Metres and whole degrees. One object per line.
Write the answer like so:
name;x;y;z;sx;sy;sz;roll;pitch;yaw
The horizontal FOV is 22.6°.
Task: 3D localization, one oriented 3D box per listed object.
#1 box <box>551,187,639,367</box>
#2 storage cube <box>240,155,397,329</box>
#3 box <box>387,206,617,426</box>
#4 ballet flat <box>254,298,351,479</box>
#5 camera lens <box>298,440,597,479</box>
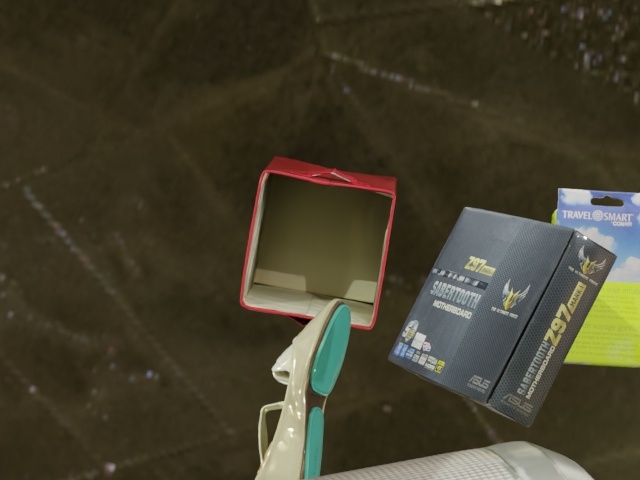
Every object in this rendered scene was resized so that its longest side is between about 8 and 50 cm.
box;0.290;0.040;1.648;0.109;0.178;0.042;3;173;1
storage cube;0.000;0.000;2.183;0.183;0.193;0.215;10;100;2
box;0.171;0.068;1.566;0.059;0.183;0.232;30;176;-23
ballet flat;-0.028;0.183;1.882;0.086;0.248;0.086;11;162;4
camera lens;-0.001;0.203;0.619;0.274;0.219;0.219;-9;132;-9
